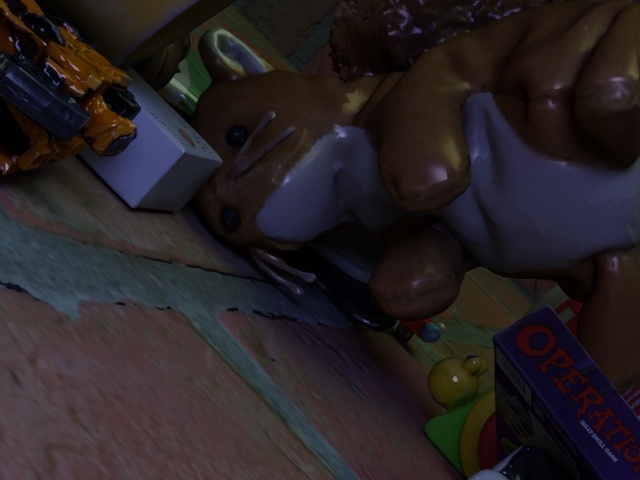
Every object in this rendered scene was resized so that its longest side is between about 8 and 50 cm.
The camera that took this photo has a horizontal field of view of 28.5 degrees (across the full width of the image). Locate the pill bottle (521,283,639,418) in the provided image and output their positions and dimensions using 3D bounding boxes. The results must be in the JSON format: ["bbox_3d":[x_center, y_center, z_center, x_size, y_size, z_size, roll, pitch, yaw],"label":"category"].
[{"bbox_3d":[0.330,0.195,1.159,0.229,0.229,0.407,40,10,-19],"label":"pill bottle"}]

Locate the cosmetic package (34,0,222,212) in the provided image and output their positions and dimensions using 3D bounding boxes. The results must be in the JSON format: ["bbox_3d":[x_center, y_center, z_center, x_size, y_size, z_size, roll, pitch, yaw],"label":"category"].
[{"bbox_3d":[-0.183,-0.123,0.922,0.239,0.060,0.099,45,10,8],"label":"cosmetic package"}]

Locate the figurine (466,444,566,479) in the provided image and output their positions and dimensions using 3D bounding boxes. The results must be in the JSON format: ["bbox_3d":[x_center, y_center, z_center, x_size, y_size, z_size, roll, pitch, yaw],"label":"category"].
[{"bbox_3d":[0.135,0.221,0.667,0.209,0.092,0.215,50,11,15],"label":"figurine"}]

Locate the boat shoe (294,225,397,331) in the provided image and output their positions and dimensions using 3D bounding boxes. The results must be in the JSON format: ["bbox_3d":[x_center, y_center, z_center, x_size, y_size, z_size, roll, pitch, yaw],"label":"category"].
[{"bbox_3d":[0.000,0.000,1.180,0.233,0.084,0.079,43,-32,44],"label":"boat shoe"}]

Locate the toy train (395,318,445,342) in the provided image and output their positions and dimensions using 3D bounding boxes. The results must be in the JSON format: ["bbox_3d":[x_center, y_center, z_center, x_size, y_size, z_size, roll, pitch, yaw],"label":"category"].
[{"bbox_3d":[0.054,0.042,1.265,0.125,0.046,0.166,38,13,-38],"label":"toy train"}]

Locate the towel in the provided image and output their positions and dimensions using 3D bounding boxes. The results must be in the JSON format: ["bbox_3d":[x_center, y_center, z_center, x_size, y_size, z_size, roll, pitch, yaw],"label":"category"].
[{"bbox_3d":[-0.079,-0.113,1.427,0.325,0.038,0.248,41,9,-21],"label":"towel"}]

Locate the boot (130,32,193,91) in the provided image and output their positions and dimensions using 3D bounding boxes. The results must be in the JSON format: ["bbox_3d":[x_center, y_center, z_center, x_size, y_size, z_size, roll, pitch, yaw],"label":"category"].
[{"bbox_3d":[-0.157,-0.195,1.170,0.115,0.112,0.305,29,12,-27],"label":"boot"}]

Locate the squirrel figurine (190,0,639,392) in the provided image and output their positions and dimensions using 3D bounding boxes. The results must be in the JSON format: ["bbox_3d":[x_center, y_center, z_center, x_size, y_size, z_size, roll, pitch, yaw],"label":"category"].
[{"bbox_3d":[0.085,-0.100,1.053,0.397,0.370,0.281,-73,157,-45],"label":"squirrel figurine"}]

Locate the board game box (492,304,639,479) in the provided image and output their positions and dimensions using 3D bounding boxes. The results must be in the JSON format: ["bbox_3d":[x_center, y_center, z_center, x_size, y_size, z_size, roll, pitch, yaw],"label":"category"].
[{"bbox_3d":[0.217,0.221,0.753,0.347,0.056,0.208,55,-15,30],"label":"board game box"}]

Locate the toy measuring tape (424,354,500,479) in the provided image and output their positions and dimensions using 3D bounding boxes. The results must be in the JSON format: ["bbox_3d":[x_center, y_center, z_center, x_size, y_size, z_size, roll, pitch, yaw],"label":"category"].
[{"bbox_3d":[0.209,0.203,0.962,0.330,0.121,0.121,47,9,20],"label":"toy measuring tape"}]

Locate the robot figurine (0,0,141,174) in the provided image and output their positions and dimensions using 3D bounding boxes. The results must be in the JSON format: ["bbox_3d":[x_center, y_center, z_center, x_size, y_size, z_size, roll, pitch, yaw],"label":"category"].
[{"bbox_3d":[-0.229,-0.142,0.728,0.291,0.085,0.211,42,9,-2],"label":"robot figurine"}]

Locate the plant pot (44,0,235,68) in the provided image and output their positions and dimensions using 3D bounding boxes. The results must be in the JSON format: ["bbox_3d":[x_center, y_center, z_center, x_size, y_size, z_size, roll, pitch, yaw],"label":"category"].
[{"bbox_3d":[-0.141,-0.257,0.852,0.239,0.254,0.254,56,7,-7],"label":"plant pot"}]
